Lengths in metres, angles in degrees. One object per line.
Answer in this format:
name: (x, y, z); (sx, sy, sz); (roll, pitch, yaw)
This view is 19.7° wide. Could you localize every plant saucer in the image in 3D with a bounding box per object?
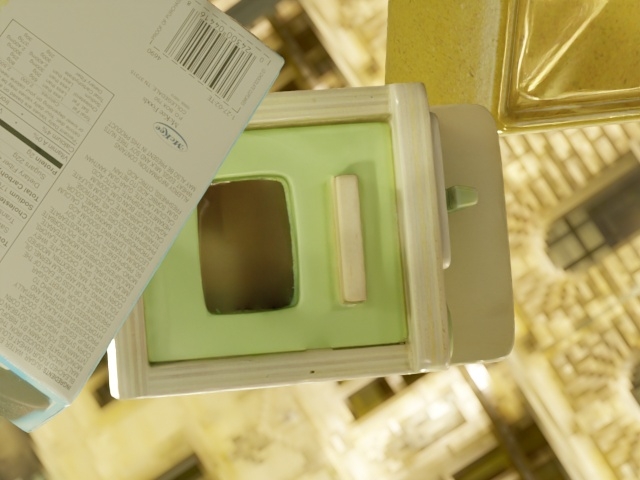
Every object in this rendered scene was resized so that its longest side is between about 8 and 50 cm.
plant saucer: (0.211, -0.187, 1.085); (0.081, 0.332, 0.333); (-104, 11, -47)

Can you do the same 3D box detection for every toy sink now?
toy sink: (0.000, 0.000, 0.986); (0.131, 0.234, 0.153); (157, 110, -81)

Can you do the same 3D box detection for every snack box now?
snack box: (-0.191, -0.092, 0.731); (0.322, 0.060, 0.187); (37, -119, -12)
